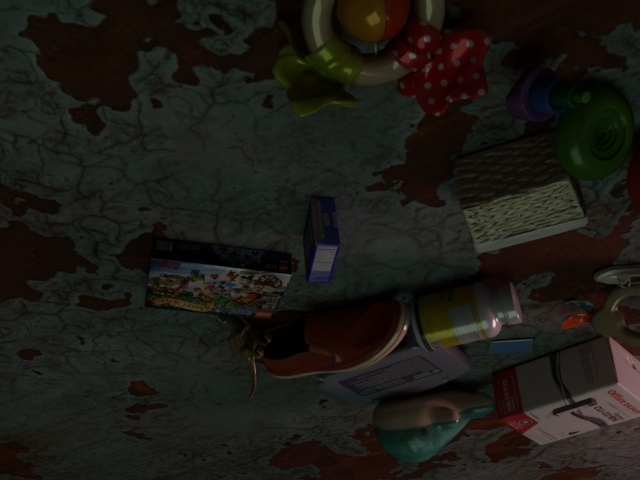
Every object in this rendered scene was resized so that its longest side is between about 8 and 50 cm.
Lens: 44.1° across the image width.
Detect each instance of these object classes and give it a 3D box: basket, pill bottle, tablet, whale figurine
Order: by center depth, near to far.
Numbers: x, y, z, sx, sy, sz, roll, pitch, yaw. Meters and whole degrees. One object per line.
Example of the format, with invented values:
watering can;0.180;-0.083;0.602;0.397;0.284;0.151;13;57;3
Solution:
basket;0.280;-0.070;1.126;0.167;0.113;0.103;-17;140;20
pill bottle;0.260;0.132;1.416;0.184;0.103;0.103;-16;142;19
tablet;0.391;0.217;1.625;0.083;0.006;0.054;-4;145;5
whale figurine;0.251;0.402;1.735;0.272;0.141;0.216;-7;177;-20

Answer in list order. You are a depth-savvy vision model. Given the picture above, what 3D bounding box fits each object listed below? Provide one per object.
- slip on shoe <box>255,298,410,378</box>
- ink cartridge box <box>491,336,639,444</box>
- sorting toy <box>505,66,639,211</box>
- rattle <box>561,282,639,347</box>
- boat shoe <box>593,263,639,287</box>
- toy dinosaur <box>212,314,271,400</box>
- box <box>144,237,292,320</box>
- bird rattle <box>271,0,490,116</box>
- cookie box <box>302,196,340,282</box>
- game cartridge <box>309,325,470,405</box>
slip on shoe;0.015;0.179;1.467;0.331;0.123;0.101;-19;138;30
ink cartridge box;0.538;0.326;1.690;0.273;0.114;0.197;-28;136;31
sorting toy;0.404;-0.122;1.006;0.365;0.127;0.126;22;-178;-30
rattle;0.571;0.123;1.482;0.199;0.143;0.130;-15;113;42
boat shoe;0.535;0.066;1.394;0.100;0.035;0.035;-6;145;5
toy dinosaur;-0.136;0.202;1.486;0.092;0.183;0.053;-25;-178;39
box;-0.178;0.070;1.361;0.233;0.044;0.159;7;143;-12
bird rattle;0.069;-0.231;0.889;0.253;0.143;0.207;-5;128;0
cookie box;0.000;0.000;1.230;0.040;0.092;0.107;1;144;-10
game cartridge;0.149;0.266;1.645;0.294;0.060;0.196;-23;136;27
